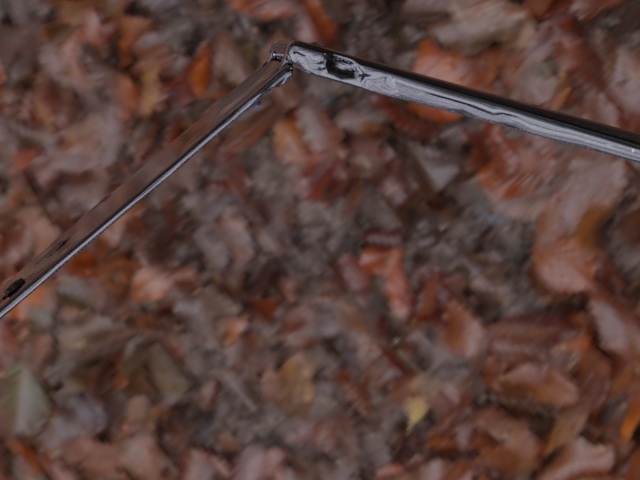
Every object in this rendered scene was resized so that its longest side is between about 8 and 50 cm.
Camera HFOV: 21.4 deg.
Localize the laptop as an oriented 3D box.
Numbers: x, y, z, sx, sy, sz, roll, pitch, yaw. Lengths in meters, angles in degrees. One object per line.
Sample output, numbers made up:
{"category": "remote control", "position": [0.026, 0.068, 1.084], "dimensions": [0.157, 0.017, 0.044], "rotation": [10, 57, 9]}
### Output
{"category": "laptop", "position": [0.000, 0.000, 1.061], "dimensions": [0.408, 0.382, 0.236], "rotation": [15, 96, -5]}
